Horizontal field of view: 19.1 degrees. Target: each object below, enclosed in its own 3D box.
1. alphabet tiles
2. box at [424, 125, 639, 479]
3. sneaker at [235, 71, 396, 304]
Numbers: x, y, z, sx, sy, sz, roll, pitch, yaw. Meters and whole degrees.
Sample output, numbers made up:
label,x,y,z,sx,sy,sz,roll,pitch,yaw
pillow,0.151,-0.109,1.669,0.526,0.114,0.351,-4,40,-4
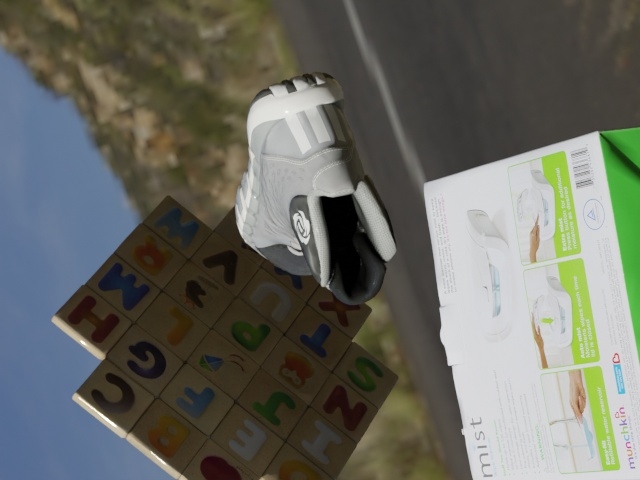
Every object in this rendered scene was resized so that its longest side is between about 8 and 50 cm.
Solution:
label,x,y,z,sx,sy,sz,roll,pitch,yaw
alphabet tiles,-0.079,0.100,1.738,0.285,0.011,0.342,39,-142,-1
box,0.209,0.057,1.500,0.231,0.127,0.262,-17,82,57
sneaker,0.000,0.000,1.273,0.228,0.086,0.132,84,163,-62
